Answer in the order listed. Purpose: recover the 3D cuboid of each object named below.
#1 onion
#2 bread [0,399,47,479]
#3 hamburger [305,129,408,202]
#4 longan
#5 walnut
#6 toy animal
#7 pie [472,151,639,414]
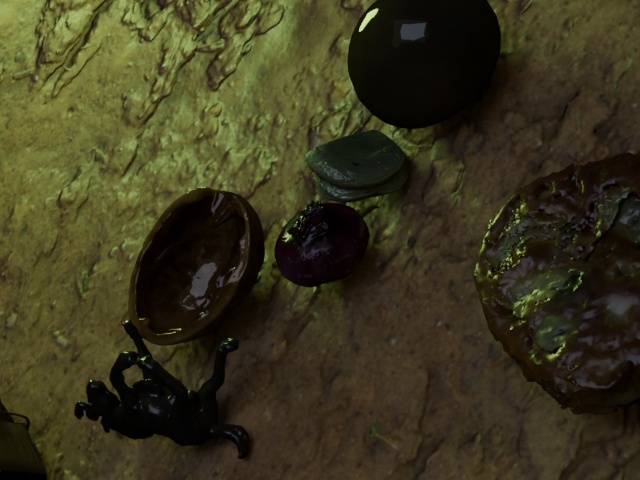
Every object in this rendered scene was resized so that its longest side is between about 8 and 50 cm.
[{"bbox_3d":[0.000,0.000,1.748,0.115,0.104,0.115,-10,38,8],"label":"onion"},{"bbox_3d":[-0.439,0.231,1.822,0.142,0.224,0.212,-42,69,6],"label":"bread"},{"bbox_3d":[0.053,-0.084,1.778,0.121,0.054,0.084,-22,42,-24],"label":"hamburger"},{"bbox_3d":[0.122,-0.221,1.767,0.189,0.189,0.189,-17,55,25],"label":"longan"},{"bbox_3d":[-0.140,0.038,1.829,0.211,0.087,0.167,-53,54,9],"label":"walnut"},{"bbox_3d":[-0.181,0.182,1.763,0.233,0.148,0.084,9,30,24],"label":"toy animal"},{"bbox_3d":[0.287,0.033,1.544,0.308,0.085,0.308,-17,51,22],"label":"pie"}]
